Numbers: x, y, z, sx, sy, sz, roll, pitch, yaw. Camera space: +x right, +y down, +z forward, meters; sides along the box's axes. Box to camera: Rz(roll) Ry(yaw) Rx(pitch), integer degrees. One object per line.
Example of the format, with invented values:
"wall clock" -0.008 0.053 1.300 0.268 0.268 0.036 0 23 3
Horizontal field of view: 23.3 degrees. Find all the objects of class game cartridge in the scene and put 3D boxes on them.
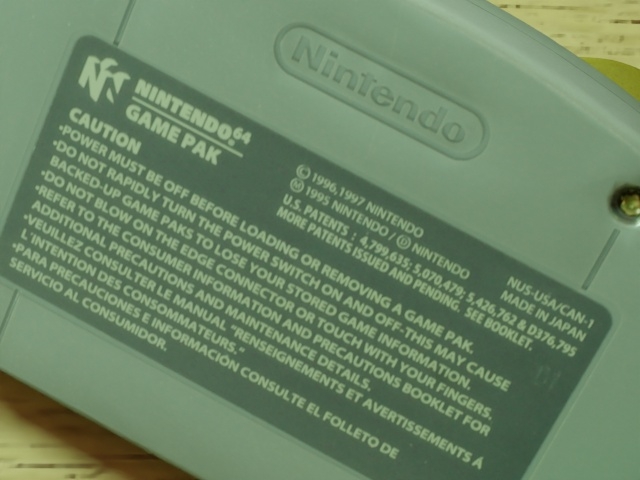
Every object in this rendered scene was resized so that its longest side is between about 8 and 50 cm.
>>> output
"game cartridge" 0.000 0.000 0.541 0.297 0.062 0.198 28 109 5

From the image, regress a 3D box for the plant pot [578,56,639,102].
"plant pot" 0.104 -0.023 0.608 0.083 0.081 0.081 -9 70 -24
